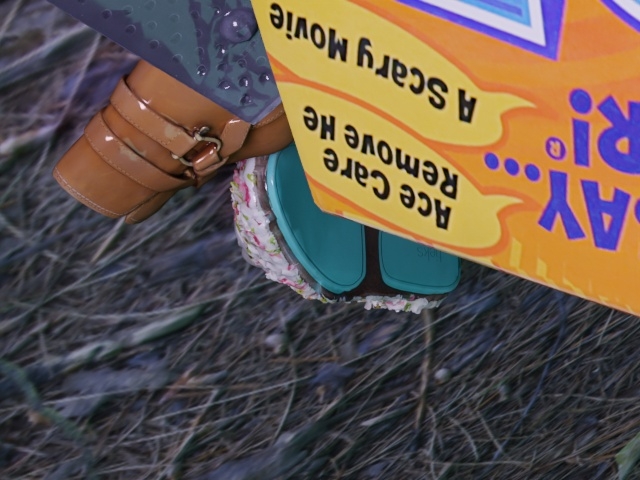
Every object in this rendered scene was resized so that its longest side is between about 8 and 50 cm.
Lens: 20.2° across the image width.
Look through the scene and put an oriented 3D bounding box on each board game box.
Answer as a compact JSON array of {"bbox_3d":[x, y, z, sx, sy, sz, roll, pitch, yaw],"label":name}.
[{"bbox_3d":[0.191,-0.202,0.363,0.356,0.356,0.356,-33,121,-28],"label":"board game box"}]

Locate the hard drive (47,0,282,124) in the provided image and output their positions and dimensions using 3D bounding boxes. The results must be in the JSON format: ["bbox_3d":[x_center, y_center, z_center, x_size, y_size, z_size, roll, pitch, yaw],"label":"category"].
[{"bbox_3d":[-0.007,-0.179,0.668,0.172,0.054,0.255,30,112,-33],"label":"hard drive"}]

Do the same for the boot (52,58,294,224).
[{"bbox_3d":[-0.065,-0.076,0.829,0.152,0.073,0.197,-34,152,8],"label":"boot"}]

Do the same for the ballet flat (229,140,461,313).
[{"bbox_3d":[0.000,0.000,1.024,0.077,0.091,0.241,-5,163,29],"label":"ballet flat"}]
